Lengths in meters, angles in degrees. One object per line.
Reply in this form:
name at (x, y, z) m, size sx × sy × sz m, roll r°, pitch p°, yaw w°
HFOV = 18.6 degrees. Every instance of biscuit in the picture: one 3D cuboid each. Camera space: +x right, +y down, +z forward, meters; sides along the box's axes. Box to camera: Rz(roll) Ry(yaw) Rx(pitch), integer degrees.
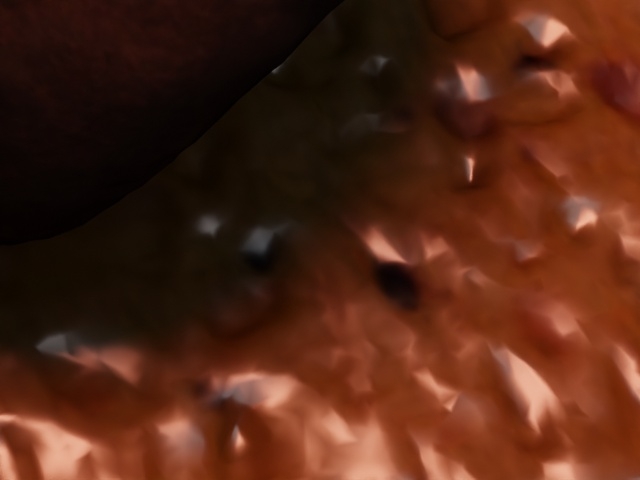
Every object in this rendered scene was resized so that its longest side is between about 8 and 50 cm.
biscuit at (-0.001, 0.001, 0.520) m, size 0.359 × 0.046 × 0.359 m, roll 5°, pitch 57°, yaw -7°

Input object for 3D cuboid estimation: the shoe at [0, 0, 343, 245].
shoe at (-0.129, -0.095, 0.423) m, size 0.384 × 0.171 × 0.237 m, roll -33°, pitch 109°, yaw 7°
